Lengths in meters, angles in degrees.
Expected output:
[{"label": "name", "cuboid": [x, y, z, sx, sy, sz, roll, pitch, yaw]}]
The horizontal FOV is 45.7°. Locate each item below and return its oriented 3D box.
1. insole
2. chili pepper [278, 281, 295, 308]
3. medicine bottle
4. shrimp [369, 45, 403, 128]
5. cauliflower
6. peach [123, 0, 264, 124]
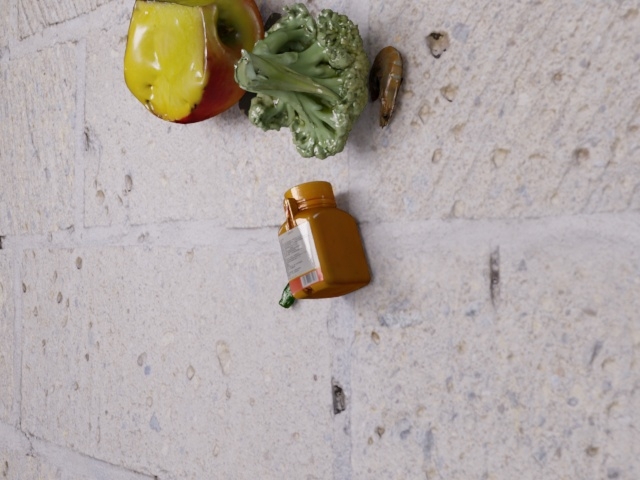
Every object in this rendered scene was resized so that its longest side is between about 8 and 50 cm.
[{"label": "insole", "cuboid": [-0.136, -0.408, 1.765, 0.081, 0.011, 0.248, 38, 114, 36]}, {"label": "chili pepper", "cuboid": [-0.046, 0.105, 1.655, 0.118, 0.035, 0.055, -28, 82, 28]}, {"label": "medicine bottle", "cuboid": [-0.001, 0.000, 1.534, 0.112, 0.149, 0.222, -26, 71, 39]}, {"label": "shrimp", "cuboid": [0.120, -0.304, 1.504, 0.095, 0.045, 0.162, 16, 101, 42]}, {"label": "cauliflower", "cuboid": [-0.050, -0.321, 1.514, 0.260, 0.281, 0.327, 128, 134, -62]}, {"label": "peach", "cuboid": [-0.288, -0.429, 1.754, 0.380, 0.242, 0.306, 13, 115, 40]}]
